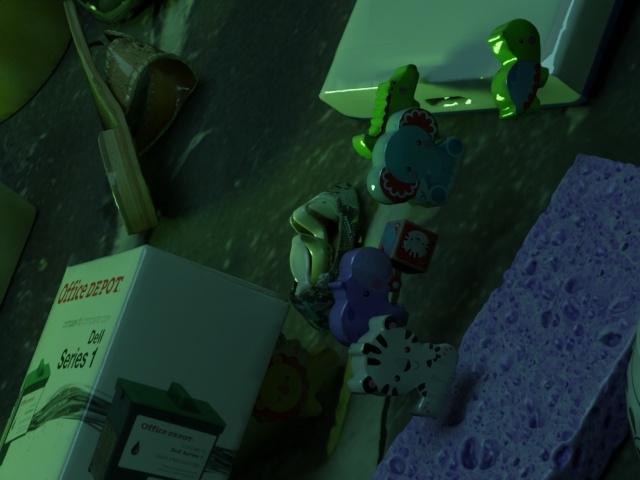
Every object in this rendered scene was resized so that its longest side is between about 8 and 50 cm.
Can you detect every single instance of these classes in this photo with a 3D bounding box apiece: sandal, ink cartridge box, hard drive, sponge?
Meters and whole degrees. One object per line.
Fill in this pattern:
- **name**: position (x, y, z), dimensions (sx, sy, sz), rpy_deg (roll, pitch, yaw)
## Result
- **sandal**: position (-0.122, -0.097, 1.410), dimensions (0.079, 0.088, 0.240), rpy_deg (-17, 42, -3)
- **ink cartridge box**: position (-0.115, 0.120, 1.077), dimensions (0.160, 0.092, 0.219), rpy_deg (-14, 55, 66)
- **hard drive**: position (0.128, -0.224, 1.192), dimensions (0.210, 0.040, 0.319), rpy_deg (0, 63, 53)
- **sponge**: position (0.114, 0.055, 0.957), dimensions (0.210, 0.031, 0.117), rpy_deg (-57, 31, -8)

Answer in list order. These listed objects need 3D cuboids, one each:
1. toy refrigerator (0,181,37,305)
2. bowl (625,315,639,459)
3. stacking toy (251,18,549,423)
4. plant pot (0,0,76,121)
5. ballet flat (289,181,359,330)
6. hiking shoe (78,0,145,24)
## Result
- **toy refrigerator**: position (-0.348, 0.022, 1.542), dimensions (0.269, 0.094, 0.102), rpy_deg (-18, 45, 44)
- **bowl**: position (0.184, 0.047, 0.828), dimensions (0.170, 0.080, 0.170), rpy_deg (-34, 34, 28)
- **stacking toy**: position (0.035, -0.008, 1.042), dimensions (0.167, 0.052, 0.221), rpy_deg (-11, 57, 66)
- **plant pot**: position (-0.283, -0.176, 1.660), dimensions (0.134, 0.095, 0.134), rpy_deg (-33, 35, 28)
- **ballet flat**: position (0.000, 0.000, 1.158), dimensions (0.041, 0.041, 0.114), rpy_deg (-31, 36, 31)
- **hiking shoe**: position (-0.199, -0.241, 1.598), dimensions (0.086, 0.114, 0.227), rpy_deg (-57, 31, -7)
